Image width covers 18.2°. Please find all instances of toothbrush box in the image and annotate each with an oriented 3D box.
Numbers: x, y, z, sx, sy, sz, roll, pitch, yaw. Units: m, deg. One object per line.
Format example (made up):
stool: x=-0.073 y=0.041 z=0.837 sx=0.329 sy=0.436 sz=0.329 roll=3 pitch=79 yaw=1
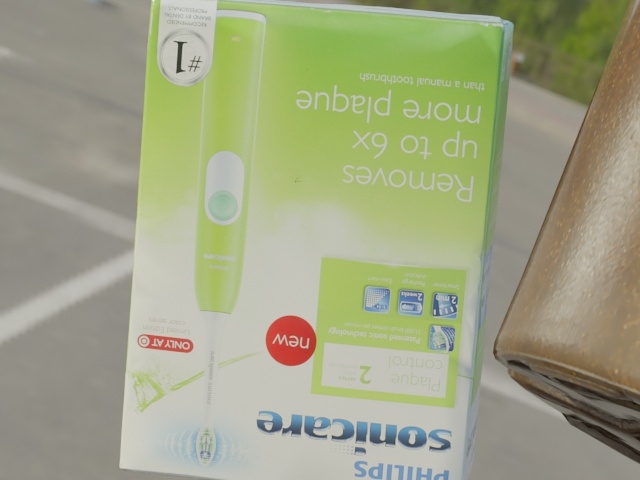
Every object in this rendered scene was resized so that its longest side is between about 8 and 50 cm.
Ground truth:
toothbrush box: x=0.000 y=0.000 z=1.195 sx=0.206 sy=0.283 sz=0.122 roll=6 pitch=9 yaw=7

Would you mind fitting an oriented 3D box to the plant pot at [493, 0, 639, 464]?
plant pot: x=0.124 y=-0.022 z=0.372 sx=0.167 sy=0.165 sz=0.167 roll=26 pitch=-7 yaw=3
